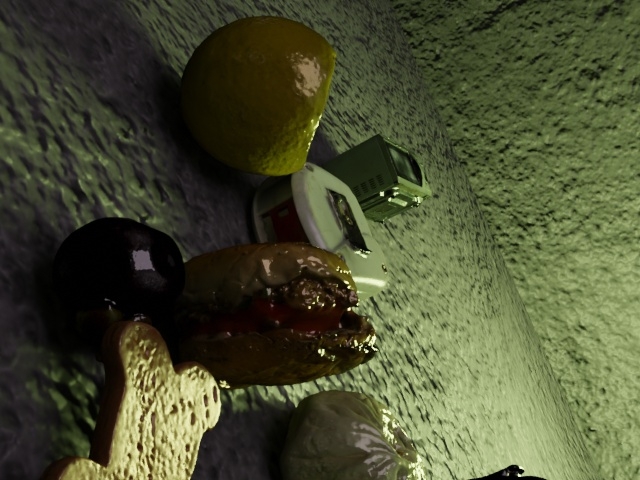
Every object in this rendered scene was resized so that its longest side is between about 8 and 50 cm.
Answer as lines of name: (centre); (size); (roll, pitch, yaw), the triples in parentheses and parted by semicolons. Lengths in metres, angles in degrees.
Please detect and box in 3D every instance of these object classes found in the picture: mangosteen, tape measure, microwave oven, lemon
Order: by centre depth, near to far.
mangosteen: (-0.205, 0.052, 0.786); (0.137, 0.137, 0.151); (33, 52, -50)
lemon: (-0.101, -0.222, 1.174); (0.219, 0.240, 0.240); (15, 36, -5)
tape measure: (0.000, 0.000, 1.280); (0.258, 0.130, 0.265); (8, 58, -61)
microwave oven: (0.123, -0.119, 1.626); (0.205, 0.163, 0.129); (11, 54, -61)

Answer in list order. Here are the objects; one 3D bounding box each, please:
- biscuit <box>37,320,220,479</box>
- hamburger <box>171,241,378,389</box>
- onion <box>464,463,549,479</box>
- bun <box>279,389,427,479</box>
biscuit: (-0.177, 0.233, 0.688); (0.205, 0.049, 0.324); (54, 33, -48)
hamburger: (-0.059, 0.085, 0.927); (0.244, 0.244, 0.163); (24, 54, -57)
onion: (0.276, 0.467, 1.179); (0.281, 0.281, 0.221); (38, 30, -46)
bun: (0.057, 0.311, 1.036); (0.244, 0.153, 0.244); (42, 35, -38)
